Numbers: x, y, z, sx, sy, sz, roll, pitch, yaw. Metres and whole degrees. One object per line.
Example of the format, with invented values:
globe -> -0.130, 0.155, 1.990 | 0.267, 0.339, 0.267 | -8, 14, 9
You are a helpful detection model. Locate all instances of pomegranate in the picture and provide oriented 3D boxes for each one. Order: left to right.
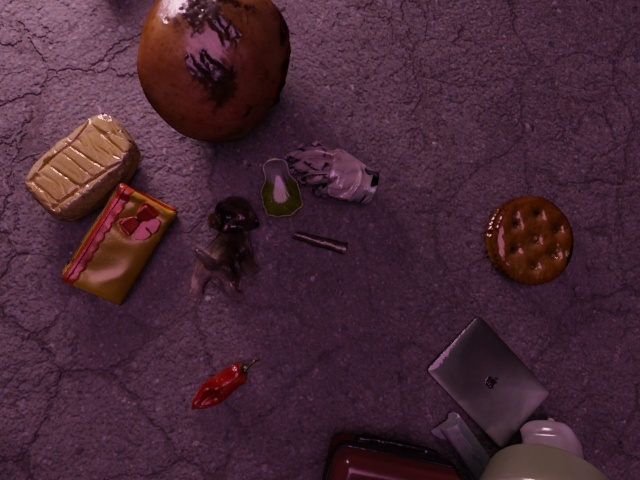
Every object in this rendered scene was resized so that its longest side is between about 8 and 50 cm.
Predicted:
pomegranate -> -0.205, -0.358, 0.811 | 0.321, 0.322, 0.323 | 0, 87, -6

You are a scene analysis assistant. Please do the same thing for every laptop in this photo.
laptop -> 0.409, 0.341, 0.979 | 0.187, 0.015, 0.269 | -44, 92, -6

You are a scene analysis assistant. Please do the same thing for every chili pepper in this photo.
chili pepper -> -0.215, 0.319, 0.900 | 0.191, 0.050, 0.059 | -38, 108, 1

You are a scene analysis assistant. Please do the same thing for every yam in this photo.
yam -> 0.000, 0.000, 0.948 | 0.129, 0.027, 0.033 | 18, 107, -5

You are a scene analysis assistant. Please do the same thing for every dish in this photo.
dish -> -0.095, -0.122, 0.938 | 0.091, 0.039, 0.138 | -12, 91, -2

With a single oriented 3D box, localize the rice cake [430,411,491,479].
rice cake -> 0.370, 0.540, 0.954 | 0.081, 0.051, 0.290 | -34, 90, 27

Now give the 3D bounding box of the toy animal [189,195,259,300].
toy animal -> -0.202, 0.018, 0.862 | 0.121, 0.233, 0.169 | 5, 127, 5

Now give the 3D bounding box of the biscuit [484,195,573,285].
biscuit -> 0.508, -0.001, 0.980 | 0.220, 0.066, 0.221 | 0, 88, -6

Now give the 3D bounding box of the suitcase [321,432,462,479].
suitcase -> 0.144, 0.561, 0.869 | 0.296, 0.161, 0.237 | 14, 86, -4

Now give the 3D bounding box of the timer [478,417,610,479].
timer -> 0.489, 0.514, 0.856 | 0.290, 0.315, 0.291 | 11, 114, 28

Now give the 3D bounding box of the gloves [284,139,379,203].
gloves -> 0.022, -0.160, 0.922 | 0.211, 0.111, 0.128 | 20, 88, -11

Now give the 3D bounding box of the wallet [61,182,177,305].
wallet -> -0.426, 0.007, 0.864 | 0.141, 0.067, 0.241 | 32, 86, -30

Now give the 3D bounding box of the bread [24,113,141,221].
bread -> -0.496, -0.151, 0.866 | 0.236, 0.106, 0.140 | -44, 90, -6
